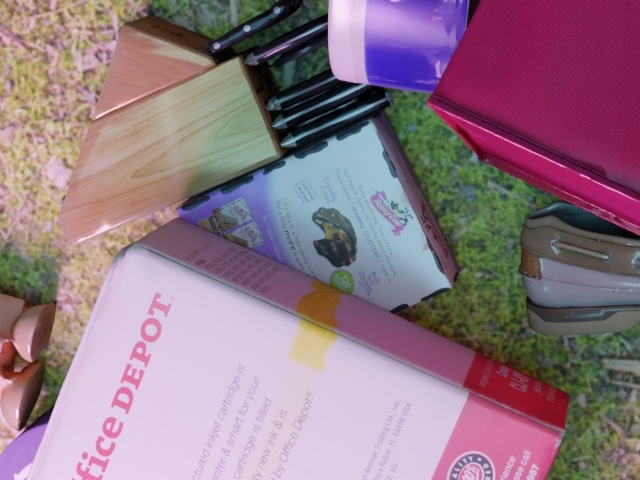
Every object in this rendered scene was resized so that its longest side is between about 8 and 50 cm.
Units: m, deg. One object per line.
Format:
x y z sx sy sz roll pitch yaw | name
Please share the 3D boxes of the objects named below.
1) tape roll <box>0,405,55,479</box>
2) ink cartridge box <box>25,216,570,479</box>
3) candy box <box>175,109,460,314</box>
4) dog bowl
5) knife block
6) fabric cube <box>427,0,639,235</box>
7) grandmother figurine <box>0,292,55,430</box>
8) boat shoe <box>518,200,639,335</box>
-0.210 0.244 1.741 0.189 0.080 0.189 2 103 9 | tape roll
-0.021 0.184 1.571 0.384 0.160 0.279 24 102 5 | ink cartridge box
0.000 0.000 1.651 0.196 0.070 0.165 -24 97 15 | candy box
0.083 -0.248 1.463 0.104 0.265 0.265 9 104 8 | dog bowl
-0.074 -0.090 1.635 0.242 0.088 0.276 23 105 6 | knife block
0.267 -0.143 1.426 0.254 0.259 0.258 26 90 15 | fabric cube
-0.422 0.061 1.733 0.342 0.104 0.208 13 96 5 | grandmother figurine
0.314 0.008 1.571 0.302 0.113 0.103 -8 106 13 | boat shoe
